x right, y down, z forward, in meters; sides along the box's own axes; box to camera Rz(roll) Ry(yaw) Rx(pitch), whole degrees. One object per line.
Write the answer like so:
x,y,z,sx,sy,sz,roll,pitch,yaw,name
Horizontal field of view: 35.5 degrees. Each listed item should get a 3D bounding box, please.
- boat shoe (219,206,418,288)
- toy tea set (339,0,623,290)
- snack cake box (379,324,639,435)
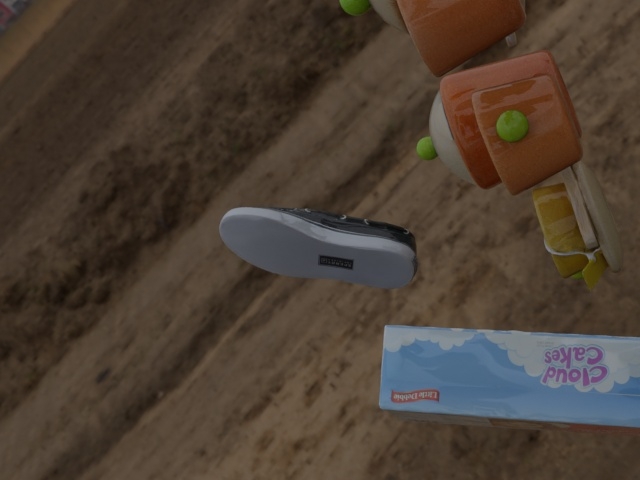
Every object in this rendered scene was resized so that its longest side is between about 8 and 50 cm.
0.000,0.000,0.710,0.040,0.142,0.049,-74,-3,-51,boat shoe
0.097,-0.099,0.678,0.124,0.336,0.200,-21,50,17,toy tea set
0.203,0.147,1.031,0.264,0.152,0.089,2,75,14,snack cake box
